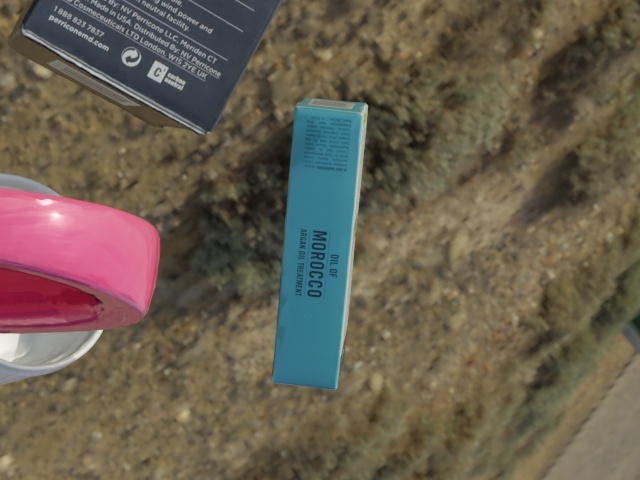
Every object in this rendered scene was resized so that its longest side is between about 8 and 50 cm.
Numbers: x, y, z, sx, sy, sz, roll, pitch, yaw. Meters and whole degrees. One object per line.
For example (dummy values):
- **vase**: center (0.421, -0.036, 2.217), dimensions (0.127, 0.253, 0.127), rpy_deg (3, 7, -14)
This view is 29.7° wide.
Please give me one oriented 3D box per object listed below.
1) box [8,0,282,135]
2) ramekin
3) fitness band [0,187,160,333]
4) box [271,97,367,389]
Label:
- **box**: center (-0.143, -0.333, 1.282), dimensions (0.395, 0.212, 0.293), rpy_deg (-62, -162, -1)
- **ramekin**: center (-0.324, 0.047, 1.208), dimensions (0.109, 0.207, 0.207), rpy_deg (-28, 167, 41)
- **fitness band**: center (-0.216, 0.005, 0.600), dimensions (0.291, 0.054, 0.209), rpy_deg (-3, 160, 36)
- **box**: center (0.000, 0.000, 1.072), dimensions (0.100, 0.060, 0.244), rpy_deg (-67, 162, -78)
